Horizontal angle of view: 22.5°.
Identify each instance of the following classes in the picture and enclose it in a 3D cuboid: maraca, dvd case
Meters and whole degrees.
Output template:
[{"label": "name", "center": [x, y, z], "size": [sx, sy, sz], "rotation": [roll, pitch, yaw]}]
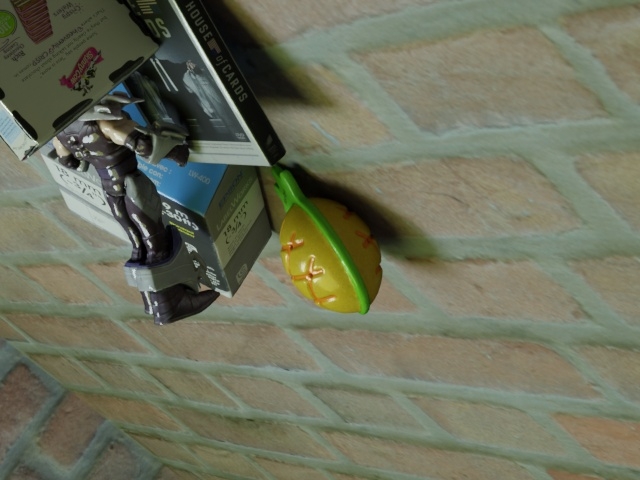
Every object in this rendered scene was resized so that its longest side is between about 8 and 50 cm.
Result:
[{"label": "maraca", "center": [0.000, 0.000, 1.716], "size": [0.186, 0.099, 0.127], "rotation": [55, 166, 21]}, {"label": "dvd case", "center": [-0.146, -0.175, 1.541], "size": [0.179, 0.029, 0.239], "rotation": [7, 134, 52]}]

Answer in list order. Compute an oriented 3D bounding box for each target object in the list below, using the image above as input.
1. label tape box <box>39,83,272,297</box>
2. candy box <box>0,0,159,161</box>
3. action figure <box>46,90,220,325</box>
[{"label": "label tape box", "center": [-0.194, -0.092, 1.782], "size": [0.240, 0.106, 0.334], "rotation": [27, 160, 17]}, {"label": "candy box", "center": [-0.286, -0.213, 1.482], "size": [0.233, 0.159, 0.071], "rotation": [50, 155, -5]}, {"label": "action figure", "center": [-0.196, -0.058, 1.632], "size": [0.185, 0.099, 0.285], "rotation": [8, 125, 55]}]
